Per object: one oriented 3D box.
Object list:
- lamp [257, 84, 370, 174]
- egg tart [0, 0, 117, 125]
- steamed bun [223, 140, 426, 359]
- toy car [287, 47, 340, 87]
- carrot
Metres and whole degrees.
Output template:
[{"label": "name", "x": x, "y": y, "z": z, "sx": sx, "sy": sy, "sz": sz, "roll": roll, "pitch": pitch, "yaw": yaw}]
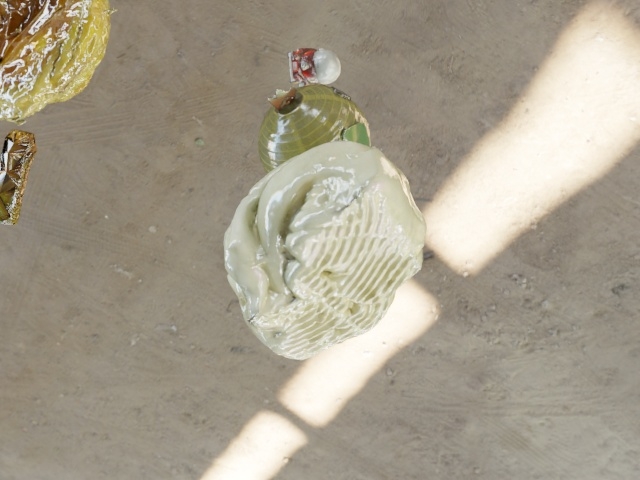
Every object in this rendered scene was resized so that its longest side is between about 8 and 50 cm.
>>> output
[{"label": "lamp", "x": -0.028, "y": -0.225, "z": 1.034, "sx": 0.250, "sy": 0.250, "sz": 0.284, "roll": -18, "pitch": 143, "yaw": 20}, {"label": "egg tart", "x": -0.528, "y": -0.401, "z": 0.960, "sx": 0.340, "sy": 0.153, "sz": 0.351, "roll": -8, "pitch": 76, "yaw": 19}, {"label": "steamed bun", "x": 0.000, "y": 0.000, "z": 0.700, "sx": 0.275, "sy": 0.206, "sz": 0.320, "roll": 26, "pitch": 117, "yaw": -38}, {"label": "toy car", "x": -0.007, "y": -0.427, "z": 1.199, "sx": 0.112, "sy": 0.139, "sz": 0.112, "roll": 1, "pitch": 101, "yaw": 30}, {"label": "carrot", "x": -0.718, "y": -0.145, "z": 1.132, "sx": 0.069, "sy": 0.069, "sz": 0.228, "roll": 18, "pitch": 98, "yaw": 0}]
